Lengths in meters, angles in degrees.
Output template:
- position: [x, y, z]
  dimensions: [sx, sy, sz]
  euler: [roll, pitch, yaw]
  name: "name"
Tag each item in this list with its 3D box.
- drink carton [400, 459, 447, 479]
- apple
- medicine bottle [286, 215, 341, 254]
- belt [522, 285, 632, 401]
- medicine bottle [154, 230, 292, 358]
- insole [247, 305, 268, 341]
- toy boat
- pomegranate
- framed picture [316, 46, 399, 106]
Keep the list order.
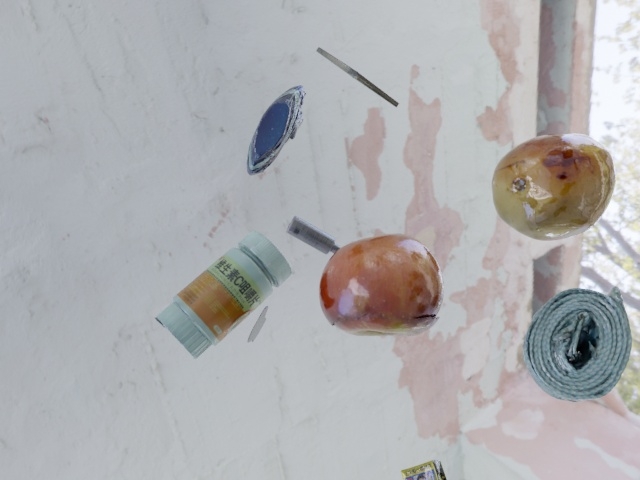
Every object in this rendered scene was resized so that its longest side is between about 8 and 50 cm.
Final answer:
- position: [0.207, 0.490, 0.838]
  dimensions: [0.071, 0.166, 0.056]
  euler: [-28, -35, 19]
  name: "drink carton"
- position: [0.122, 0.096, 0.985]
  dimensions: [0.251, 0.272, 0.207]
  euler: [1, -104, -5]
  name: "apple"
- position: [0.000, 0.000, 1.337]
  dimensions: [0.199, 0.057, 0.058]
  euler: [29, -91, -8]
  name: "medicine bottle"
- position: [0.382, 0.155, 0.701]
  dimensions: [0.082, 0.147, 0.163]
  euler: [52, -142, -60]
  name: "belt"
- position: [-0.235, 0.133, 1.157]
  dimensions: [0.318, 0.158, 0.158]
  euler: [-42, -57, -19]
  name: "medicine bottle"
- position: [-0.140, 0.193, 1.045]
  dimensions: [0.005, 0.253, 0.086]
  euler: [29, -108, 2]
  name: "insole"
- position: [-0.080, -0.271, 1.073]
  dimensions: [0.070, 0.292, 0.210]
  euler: [35, -51, -2]
  name: "toy boat"
- position: [0.627, -0.140, 1.257]
  dimensions: [0.318, 0.319, 0.320]
  euler: [-10, -70, -29]
  name: "pomegranate"
- position: [0.106, -0.493, 1.411]
  dimensions: [0.188, 0.260, 0.023]
  euler: [20, -68, -41]
  name: "framed picture"
